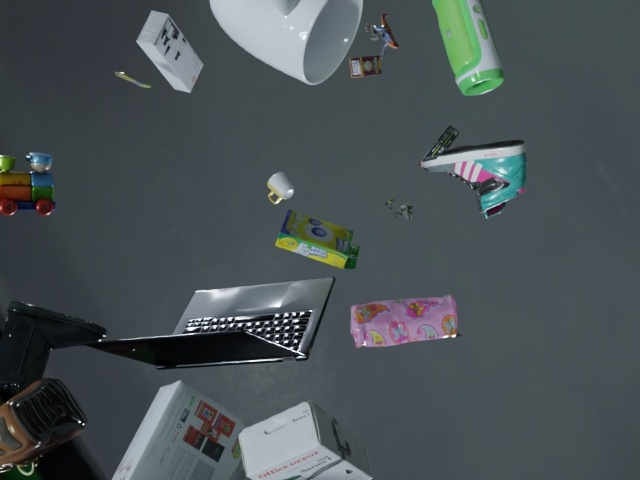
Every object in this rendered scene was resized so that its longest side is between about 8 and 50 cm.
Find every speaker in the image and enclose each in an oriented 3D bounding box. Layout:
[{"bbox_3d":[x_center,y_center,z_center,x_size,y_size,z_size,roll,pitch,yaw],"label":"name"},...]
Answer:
[{"bbox_3d":[0.375,-0.529,2.155,0.131,0.131,0.296,73,-177,-80],"label":"speaker"}]

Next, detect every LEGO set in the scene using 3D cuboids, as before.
[{"bbox_3d":[0.186,-0.075,1.945,0.083,0.054,0.023,25,138,17],"label":"LEGO set"}]

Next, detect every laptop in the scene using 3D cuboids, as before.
[{"bbox_3d":[-0.221,0.150,1.814,0.408,0.382,0.236,-68,-36,-48],"label":"laptop"}]

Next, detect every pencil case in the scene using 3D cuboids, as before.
[{"bbox_3d":[0.221,0.211,2.203,0.124,0.284,0.124,173,90,-86],"label":"pencil case"}]

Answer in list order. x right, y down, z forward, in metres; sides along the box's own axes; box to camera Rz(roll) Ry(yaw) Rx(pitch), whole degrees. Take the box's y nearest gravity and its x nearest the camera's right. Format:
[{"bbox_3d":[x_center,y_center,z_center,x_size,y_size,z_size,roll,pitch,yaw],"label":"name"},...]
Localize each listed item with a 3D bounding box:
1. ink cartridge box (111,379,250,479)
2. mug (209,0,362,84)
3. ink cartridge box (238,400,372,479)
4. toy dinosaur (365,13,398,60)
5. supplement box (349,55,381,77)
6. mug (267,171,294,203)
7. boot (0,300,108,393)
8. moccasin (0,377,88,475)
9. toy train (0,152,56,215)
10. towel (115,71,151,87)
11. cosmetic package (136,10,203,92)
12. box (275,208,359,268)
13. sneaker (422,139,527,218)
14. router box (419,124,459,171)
[{"bbox_3d":[-0.331,0.553,2.074,0.272,0.309,0.130,38,145,-19],"label":"ink cartridge box"},{"bbox_3d":[-0.118,-0.589,2.086,0.328,0.276,0.374,30,-174,17],"label":"mug"},{"bbox_3d":[-0.026,0.401,1.563,0.219,0.160,0.092,45,-157,-48],"label":"ink cartridge box"},{"bbox_3d":[0.122,-0.388,1.576,0.082,0.090,0.047,30,177,37],"label":"toy dinosaur"},{"bbox_3d":[0.125,-0.483,2.336,0.043,0.083,0.055,3,105,47],"label":"supplement box"},{"bbox_3d":[-0.109,-0.145,2.390,0.064,0.062,0.078,50,145,30],"label":"mug"},{"bbox_3d":[-0.648,0.272,1.987,0.246,0.207,0.094,20,162,-25],"label":"boot"},{"bbox_3d":[-0.537,0.352,1.561,0.139,0.147,0.380,55,179,-3],"label":"moccasin"},{"bbox_3d":[-0.751,-0.137,1.982,0.105,0.248,0.143,20,107,50],"label":"toy train"},{"bbox_3d":[-0.479,-0.410,2.149,0.083,0.009,0.060,21,179,-37],"label":"towel"},{"bbox_3d":[-0.397,-0.500,2.250,0.060,0.099,0.239,19,166,22],"label":"cosmetic package"},{"bbox_3d":[0.000,0.000,1.821,0.179,0.043,0.105,20,-147,-3],"label":"box"},{"bbox_3d":[0.385,-0.143,2.062,0.295,0.124,0.178,0,107,50],"label":"sneaker"},{"bbox_3d":[0.325,-0.252,2.303,0.038,0.092,0.122,39,-141,1],"label":"router box"}]
